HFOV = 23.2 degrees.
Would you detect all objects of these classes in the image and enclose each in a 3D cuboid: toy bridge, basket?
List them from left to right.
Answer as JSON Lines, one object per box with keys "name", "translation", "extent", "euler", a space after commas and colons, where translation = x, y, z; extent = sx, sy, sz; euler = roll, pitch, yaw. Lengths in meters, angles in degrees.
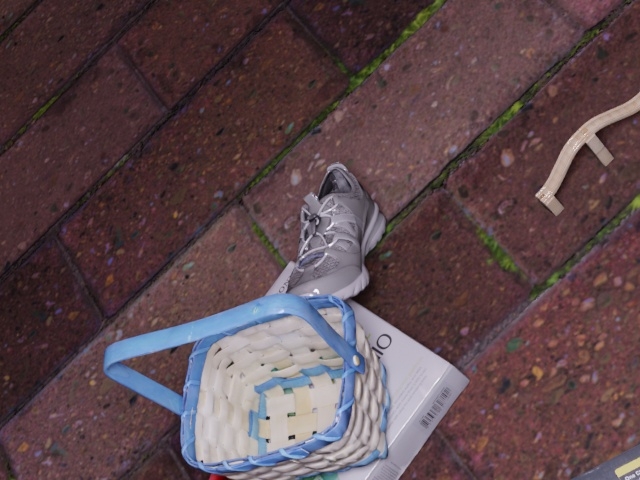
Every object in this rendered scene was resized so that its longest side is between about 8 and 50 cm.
{"name": "basket", "translation": [-0.070, 0.159, 1.759], "extent": [0.254, 0.289, 0.201], "euler": [-15, 59, 25]}
{"name": "toy bridge", "translation": [0.330, -0.115, 1.878], "extent": [0.188, 0.063, 0.026], "euler": [-45, 44, 4]}

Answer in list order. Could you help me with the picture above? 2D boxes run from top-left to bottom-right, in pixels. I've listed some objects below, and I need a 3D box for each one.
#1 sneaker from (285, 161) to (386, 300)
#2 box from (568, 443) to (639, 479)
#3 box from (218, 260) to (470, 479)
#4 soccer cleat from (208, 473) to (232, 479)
{"name": "sneaker", "translation": [0.000, 0.000, 1.936], "extent": [0.105, 0.115, 0.281], "euler": [-21, 20, 20]}
{"name": "box", "translation": [0.365, 0.319, 1.379], "extent": [0.395, 0.097, 0.318], "euler": [-26, 60, -8]}
{"name": "box", "translation": [0.002, 0.186, 1.932], "extent": [0.322, 0.058, 0.232], "euler": [31, 82, 46]}
{"name": "soccer cleat", "translation": [-0.148, 0.409, 1.853], "extent": [0.108, 0.116, 0.318], "euler": [10, 68, 41]}
